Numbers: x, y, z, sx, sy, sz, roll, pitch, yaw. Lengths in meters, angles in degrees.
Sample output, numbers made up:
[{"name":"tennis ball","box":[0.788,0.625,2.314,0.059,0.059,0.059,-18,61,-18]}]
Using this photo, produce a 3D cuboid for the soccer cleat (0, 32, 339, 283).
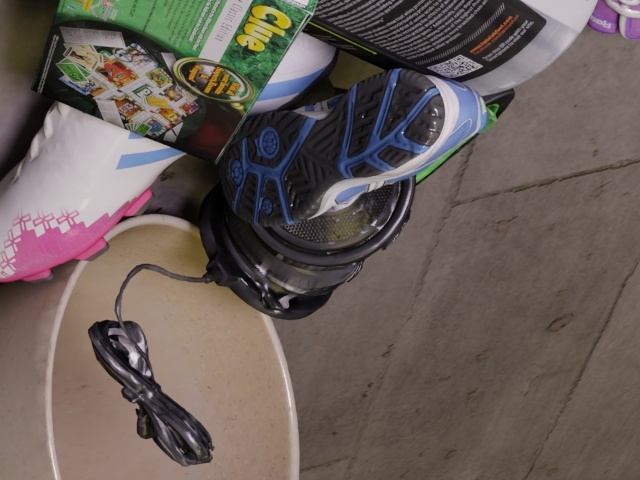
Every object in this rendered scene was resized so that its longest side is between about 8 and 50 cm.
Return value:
[{"name":"soccer cleat","box":[-0.145,-0.097,1.256,0.331,0.116,0.143,-32,126,16]}]

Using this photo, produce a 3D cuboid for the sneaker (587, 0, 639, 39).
[{"name":"sneaker","box":[0.222,-0.210,1.340,0.282,0.102,0.161,-2,145,-34]}]

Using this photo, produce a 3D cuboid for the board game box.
[{"name":"board game box","box":[-0.094,-0.121,1.068,0.136,0.030,0.260,25,159,-8]}]

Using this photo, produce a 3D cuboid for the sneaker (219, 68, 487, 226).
[{"name":"sneaker","box":[0.018,-0.058,1.171,0.211,0.080,0.081,-13,176,41]}]

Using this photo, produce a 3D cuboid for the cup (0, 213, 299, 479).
[{"name":"cup","box":[-0.203,0.159,1.433,0.237,0.331,0.331,-10,159,30]}]

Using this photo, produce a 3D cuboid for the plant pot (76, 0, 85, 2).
[{"name":"plant pot","box":[-0.171,-0.278,0.861,0.187,0.212,0.212,11,135,-28]}]

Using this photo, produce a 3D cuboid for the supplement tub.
[{"name":"supplement tub","box":[0.026,-0.217,1.093,0.193,0.193,0.316,-41,147,24]}]

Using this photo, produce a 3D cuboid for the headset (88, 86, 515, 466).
[{"name":"headset","box":[0.000,0.000,1.351,0.394,0.185,0.243,-32,173,-24]}]
